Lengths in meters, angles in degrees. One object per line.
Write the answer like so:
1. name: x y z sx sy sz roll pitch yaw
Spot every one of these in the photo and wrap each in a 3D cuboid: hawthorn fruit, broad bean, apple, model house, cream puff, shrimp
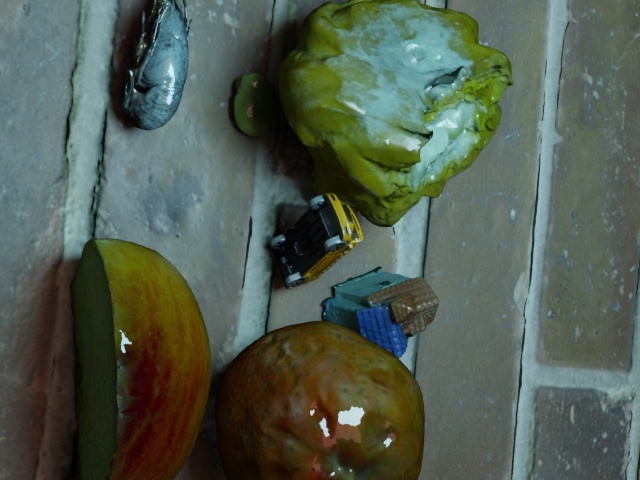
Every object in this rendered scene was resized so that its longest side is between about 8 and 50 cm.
1. hawthorn fruit: 0.011 0.245 1.354 0.277 0.298 0.276 -3 103 -12
2. broad bean: -0.086 -0.179 1.448 0.063 0.045 0.083 -10 103 -29
3. apple: -0.221 0.170 1.304 0.254 0.179 0.346 0 90 -67
4. model house: 0.100 0.107 1.499 0.148 0.149 0.119 -18 101 -28
5. cream puff: 0.068 -0.177 1.449 0.323 0.270 0.274 -34 76 -36
6. shrimp: -0.196 -0.249 1.365 0.090 0.079 0.232 24 73 -66

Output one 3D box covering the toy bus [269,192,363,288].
1. toy bus: 0.000 0.000 1.426 0.074 0.162 0.069 -9 69 -36
